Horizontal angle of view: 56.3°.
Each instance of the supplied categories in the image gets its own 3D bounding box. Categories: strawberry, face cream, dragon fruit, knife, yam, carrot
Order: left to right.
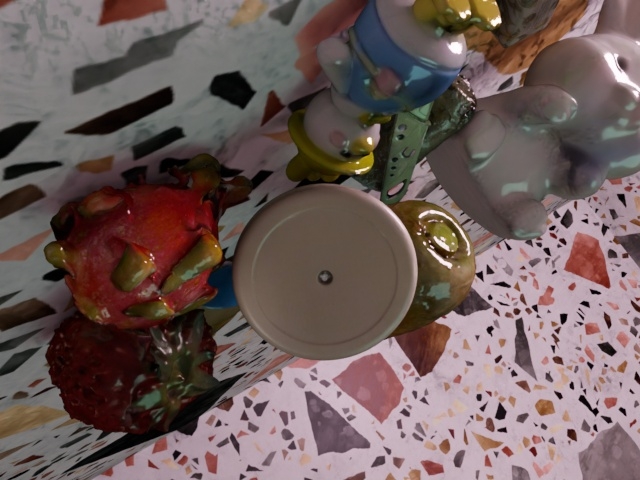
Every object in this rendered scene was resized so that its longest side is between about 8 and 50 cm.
[{"bbox_3d":[-0.235,0.136,0.711,0.202,0.184,0.186,2,-143,26],"label":"strawberry"},{"bbox_3d":[-0.138,-0.004,0.531,0.150,0.133,0.208,-11,-155,49],"label":"dragon fruit"},{"bbox_3d":[-0.211,0.137,0.926,0.285,0.067,0.139,-40,165,28],"label":"face cream"},{"bbox_3d":[0.117,0.073,1.103,0.224,0.224,0.341,-19,163,-44],"label":"carrot"},{"bbox_3d":[0.102,-0.127,0.715,0.179,0.078,0.078,-40,164,30],"label":"yam"},{"bbox_3d":[0.101,-0.143,0.630,0.043,0.019,0.293,3,137,-6],"label":"knife"}]

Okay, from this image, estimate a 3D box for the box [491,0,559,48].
[{"bbox_3d":[0.211,-0.248,0.609,0.062,0.045,0.098,-31,167,-3],"label":"box"}]

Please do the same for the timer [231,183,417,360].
[{"bbox_3d":[0.000,0.000,0.682,0.175,0.175,0.266,-35,-166,8],"label":"timer"}]

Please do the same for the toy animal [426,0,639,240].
[{"bbox_3d":[0.321,-0.176,0.796,0.368,0.196,0.241,-33,-157,9],"label":"toy animal"}]

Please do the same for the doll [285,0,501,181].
[{"bbox_3d":[0.046,-0.134,0.534,0.241,0.099,0.135,-49,179,41],"label":"doll"}]
